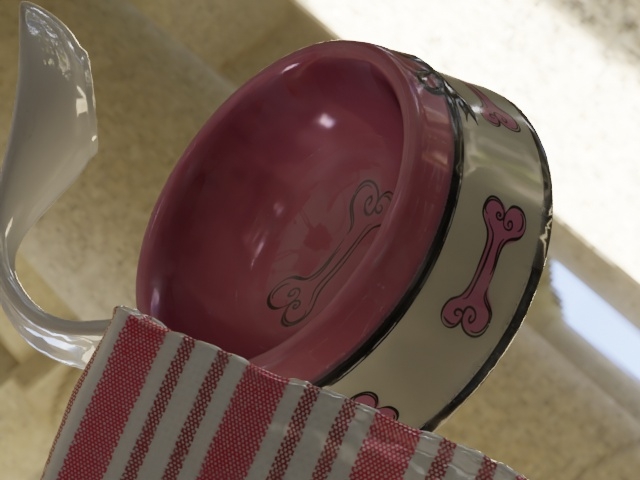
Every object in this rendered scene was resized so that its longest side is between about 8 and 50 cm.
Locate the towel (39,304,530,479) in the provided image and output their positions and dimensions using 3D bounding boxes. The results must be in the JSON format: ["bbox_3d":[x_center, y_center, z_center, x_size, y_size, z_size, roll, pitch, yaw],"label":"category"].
[{"bbox_3d":[-0.019,0.118,0.552,0.029,0.197,0.144,33,-101,-61],"label":"towel"}]

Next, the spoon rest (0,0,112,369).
[{"bbox_3d":[-0.183,-0.039,1.096,0.084,0.276,0.137,-8,-34,-11],"label":"spoon rest"}]

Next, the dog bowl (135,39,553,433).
[{"bbox_3d":[0.000,0.000,1.477,0.150,0.408,0.408,34,-82,-38],"label":"dog bowl"}]
